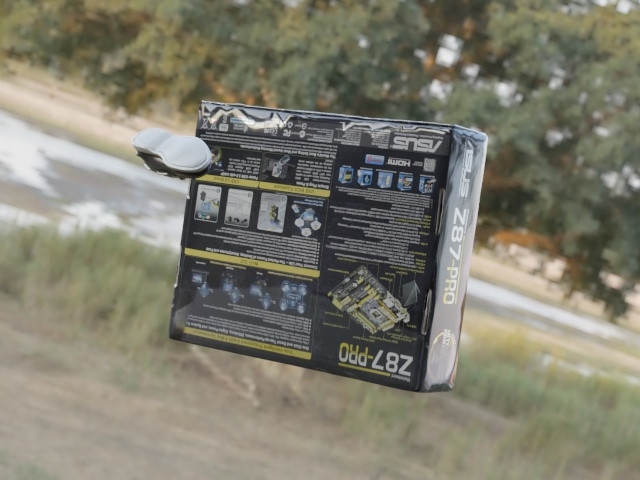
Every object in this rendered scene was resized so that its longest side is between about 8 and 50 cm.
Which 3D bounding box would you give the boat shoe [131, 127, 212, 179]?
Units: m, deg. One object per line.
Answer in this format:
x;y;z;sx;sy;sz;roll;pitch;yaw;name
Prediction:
-0.150;-0.083;1.531;0.125;0.046;0.038;19;-38;45;boat shoe

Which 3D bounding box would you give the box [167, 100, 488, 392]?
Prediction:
0.000;0.000;1.840;0.394;0.318;0.097;8;0;35;box
